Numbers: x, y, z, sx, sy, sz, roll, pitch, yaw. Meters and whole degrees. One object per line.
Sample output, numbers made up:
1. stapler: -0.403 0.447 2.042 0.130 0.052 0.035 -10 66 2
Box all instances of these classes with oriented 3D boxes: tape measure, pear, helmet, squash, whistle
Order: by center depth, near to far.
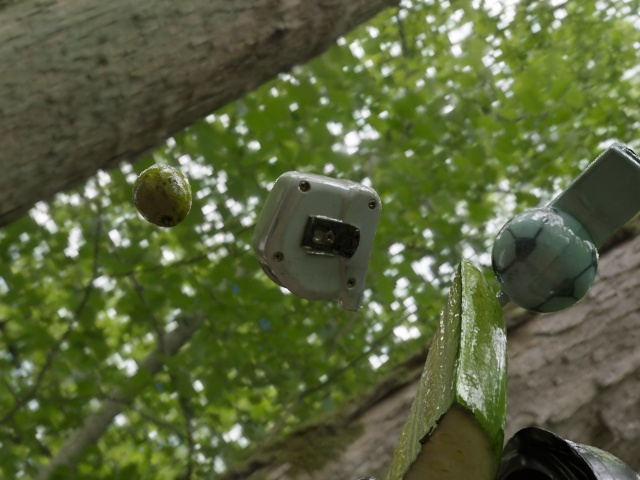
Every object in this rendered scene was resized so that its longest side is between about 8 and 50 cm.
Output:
1. helmet: 0.315 0.342 1.162 0.230 0.160 0.279 34 -55 58
2. squash: 0.167 0.185 1.189 0.111 0.289 0.203 25 -61 -5
3. whistle: 0.338 0.005 1.389 0.163 0.163 0.290 50 -54 14
4. pear: -0.289 -0.082 1.804 0.107 0.107 0.131 99 -19 -46
5. tape measure: 0.000 0.000 1.993 0.130 0.265 0.258 26 -75 59

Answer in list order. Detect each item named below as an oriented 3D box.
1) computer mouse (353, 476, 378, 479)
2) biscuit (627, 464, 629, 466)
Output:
1. computer mouse: 0.109 0.507 1.647 0.120 0.057 0.232 -34 -92 17
2. biscuit: 0.519 0.465 1.684 0.026 0.124 0.175 -14 -96 45
